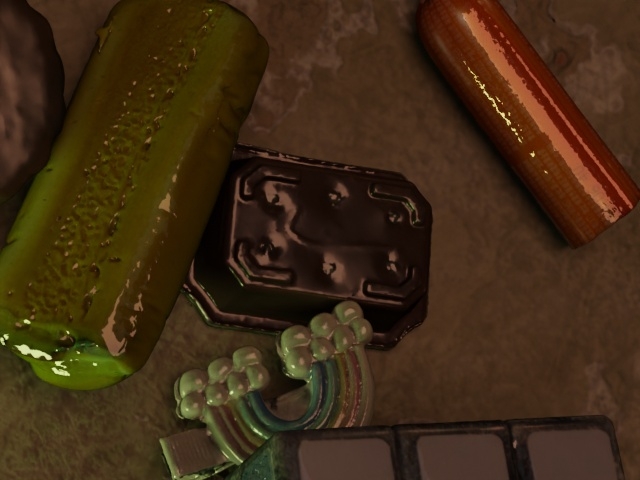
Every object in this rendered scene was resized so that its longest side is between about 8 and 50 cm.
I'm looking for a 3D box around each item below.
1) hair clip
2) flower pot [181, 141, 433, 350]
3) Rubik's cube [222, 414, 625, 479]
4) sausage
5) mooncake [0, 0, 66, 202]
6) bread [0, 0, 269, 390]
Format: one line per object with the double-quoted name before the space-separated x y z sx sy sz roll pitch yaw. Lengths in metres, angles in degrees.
"hair clip" -0.040 0.154 1.443 0.220 0.054 0.140 -24 69 -2
"flower pot" 0.000 0.000 1.509 0.251 0.084 0.179 9 77 -18
"Rubik's cube" 0.073 0.325 1.324 0.304 0.305 0.301 2 68 -22
"sausage" 0.192 -0.141 1.602 0.093 0.093 0.312 -38 92 -22
"mooncake" -0.339 -0.126 1.387 0.228 0.124 0.228 3 84 -28
"bread" -0.167 -0.046 1.441 0.166 0.112 0.383 13 68 18
